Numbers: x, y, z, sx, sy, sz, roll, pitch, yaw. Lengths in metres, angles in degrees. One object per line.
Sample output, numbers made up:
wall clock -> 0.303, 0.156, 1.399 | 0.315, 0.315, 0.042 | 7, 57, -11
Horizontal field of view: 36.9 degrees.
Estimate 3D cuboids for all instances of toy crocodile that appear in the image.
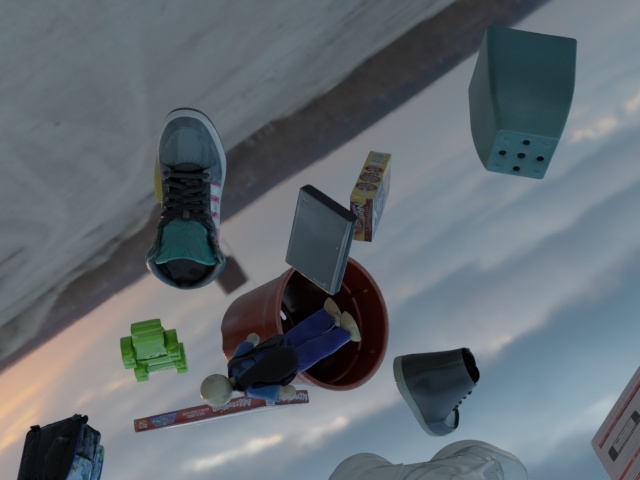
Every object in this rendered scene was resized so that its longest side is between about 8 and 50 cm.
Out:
toy crocodile -> -0.344, 0.218, 1.980 | 0.115, 0.105, 0.340 | -11, 162, -5

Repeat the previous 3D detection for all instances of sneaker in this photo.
sneaker -> 0.149, 0.296, 1.056 | 0.305, 0.114, 0.152 | 4, -175, -42
sneaker -> 0.208, 0.245, 1.518 | 0.118, 0.222, 0.083 | -14, -127, 21
sneaker -> -0.208, -0.040, 1.481 | 0.124, 0.295, 0.178 | -1, -145, -3

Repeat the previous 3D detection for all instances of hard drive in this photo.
hard drive -> 0.000, 0.000, 1.345 | 0.022, 0.094, 0.135 | -31, 145, -41

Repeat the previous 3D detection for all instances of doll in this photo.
doll -> -0.052, 0.135, 1.101 | 0.189, 0.046, 0.129 | -30, -145, -16

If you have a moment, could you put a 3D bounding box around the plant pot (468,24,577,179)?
plant pot -> 0.356, -0.233, 1.709 | 0.165, 0.166, 0.234 | 99, 1, -52

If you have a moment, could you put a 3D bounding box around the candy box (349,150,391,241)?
candy box -> 0.104, -0.093, 1.991 | 0.053, 0.109, 0.186 | 8, -145, 11

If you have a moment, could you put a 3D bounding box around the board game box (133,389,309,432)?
board game box -> -0.176, 0.301, 1.690 | 0.281, 0.027, 0.145 | -17, 165, 29

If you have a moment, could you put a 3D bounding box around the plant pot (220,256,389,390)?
plant pot -> -0.049, 0.179, 1.932 | 0.272, 0.272, 0.265 | -39, -168, -38

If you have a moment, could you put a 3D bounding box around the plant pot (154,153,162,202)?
plant pot -> -0.282, -0.113, 1.931 | 0.134, 0.134, 0.095 | -100, -147, -85

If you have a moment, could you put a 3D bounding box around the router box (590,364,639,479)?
router box -> 0.595, 0.273, 1.579 | 0.335, 0.082, 0.301 | -60, -178, 10

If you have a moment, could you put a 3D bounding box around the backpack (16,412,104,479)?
backpack -> -0.344, 0.306, 1.278 | 0.105, 0.084, 0.114 | -18, -137, 23
